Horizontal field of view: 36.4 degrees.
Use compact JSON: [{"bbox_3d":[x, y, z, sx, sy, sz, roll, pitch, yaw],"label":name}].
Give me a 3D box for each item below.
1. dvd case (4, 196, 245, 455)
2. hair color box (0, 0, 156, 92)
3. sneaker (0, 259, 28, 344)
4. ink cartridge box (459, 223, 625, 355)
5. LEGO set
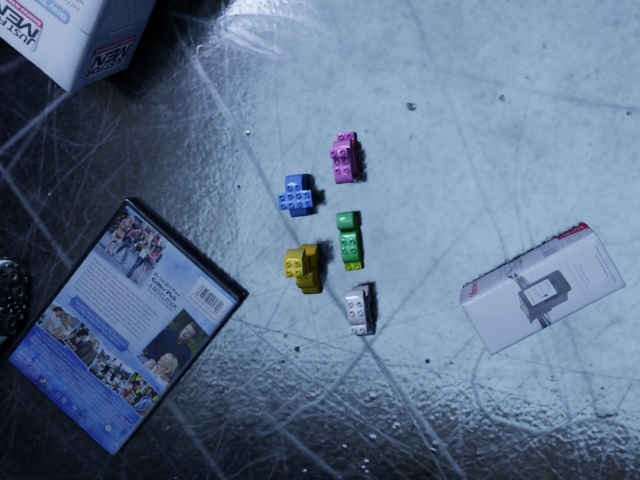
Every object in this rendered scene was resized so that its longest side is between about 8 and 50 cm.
[{"bbox_3d":[-0.232,0.101,1.138,0.180,0.022,0.253,41,101,7],"label":"dvd case"},{"bbox_3d":[-0.234,-0.359,0.987,0.185,0.113,0.374,38,125,6],"label":"hair color box"},{"bbox_3d":[-0.427,0.124,1.152,0.086,0.085,0.237,29,93,34],"label":"sneaker"},{"bbox_3d":[0.223,0.048,0.996,0.150,0.109,0.063,-30,91,12],"label":"ink cartridge box"},{"bbox_3d":[0.000,0.000,1.046,0.087,0.093,0.227,-6,93,12],"label":"LEGO set"}]
